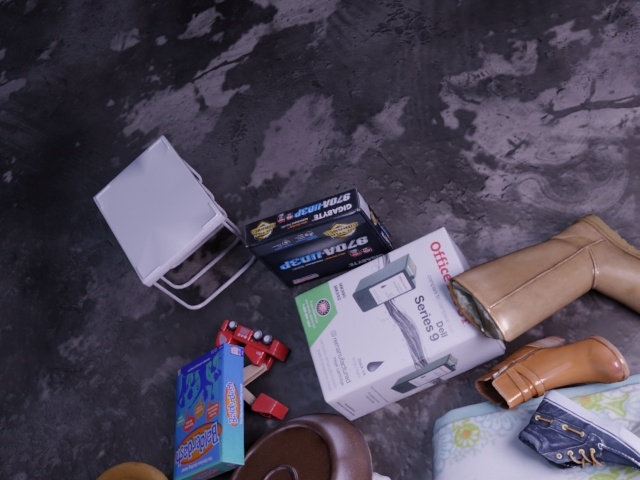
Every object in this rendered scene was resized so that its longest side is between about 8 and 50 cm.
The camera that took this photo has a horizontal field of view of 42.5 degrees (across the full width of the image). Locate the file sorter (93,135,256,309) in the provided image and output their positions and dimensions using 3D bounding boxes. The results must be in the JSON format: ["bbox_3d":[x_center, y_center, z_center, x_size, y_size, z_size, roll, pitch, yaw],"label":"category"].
[{"bbox_3d":[-0.286,-0.030,1.647,0.193,0.173,0.277,-41,52,2],"label":"file sorter"}]

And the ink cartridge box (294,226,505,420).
[{"bbox_3d":[0.129,0.138,1.372,0.289,0.121,0.211,-27,55,11],"label":"ink cartridge box"}]

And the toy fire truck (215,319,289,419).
[{"bbox_3d":[-0.125,0.232,1.495,0.192,0.047,0.135,17,73,34],"label":"toy fire truck"}]

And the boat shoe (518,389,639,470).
[{"bbox_3d":[0.343,0.268,1.057,0.083,0.065,0.183,-51,37,-10],"label":"boat shoe"}]

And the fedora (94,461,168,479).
[{"bbox_3d":[-0.329,0.484,1.436,0.194,0.079,0.194,-9,58,15],"label":"fedora"}]

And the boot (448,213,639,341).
[{"bbox_3d":[0.368,0.087,1.233,0.270,0.089,0.236,-24,46,-21],"label":"boot"}]

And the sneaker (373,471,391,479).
[{"bbox_3d":[0.011,0.448,1.290,0.115,0.090,0.232,26,69,44],"label":"sneaker"}]

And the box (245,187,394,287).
[{"bbox_3d":[0.000,0.000,1.483,0.220,0.175,0.051,-18,55,17],"label":"box"}]

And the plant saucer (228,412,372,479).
[{"bbox_3d":[-0.057,0.402,1.297,0.311,0.050,0.310,-31,34,25],"label":"plant saucer"}]

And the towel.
[{"bbox_3d":[0.330,0.333,1.102,0.375,0.090,0.320,-17,29,18],"label":"towel"}]

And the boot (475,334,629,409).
[{"bbox_3d":[0.327,0.196,1.175,0.152,0.073,0.197,-24,5,-21],"label":"boot"}]

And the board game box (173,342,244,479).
[{"bbox_3d":[-0.196,0.306,1.447,0.160,0.047,0.210,-34,49,40],"label":"board game box"}]
